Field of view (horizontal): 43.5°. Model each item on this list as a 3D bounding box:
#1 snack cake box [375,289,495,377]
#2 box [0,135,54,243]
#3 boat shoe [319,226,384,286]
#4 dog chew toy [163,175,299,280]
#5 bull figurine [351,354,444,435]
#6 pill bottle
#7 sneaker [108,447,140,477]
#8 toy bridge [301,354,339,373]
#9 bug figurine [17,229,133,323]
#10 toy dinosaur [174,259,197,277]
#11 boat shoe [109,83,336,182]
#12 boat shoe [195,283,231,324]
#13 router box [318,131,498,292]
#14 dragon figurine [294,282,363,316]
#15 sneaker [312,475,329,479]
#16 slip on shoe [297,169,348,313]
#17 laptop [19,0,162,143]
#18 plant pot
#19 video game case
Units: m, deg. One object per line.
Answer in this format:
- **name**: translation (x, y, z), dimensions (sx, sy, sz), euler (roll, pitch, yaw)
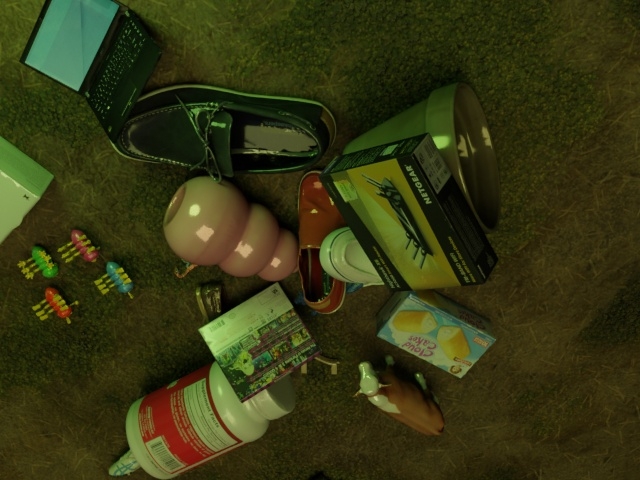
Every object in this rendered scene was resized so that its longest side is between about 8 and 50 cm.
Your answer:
- **snack cake box**: translation (0.288, 0.222, 2.033), dimensions (0.264, 0.089, 0.152), euler (28, 116, -15)
- **box**: translation (-0.742, -0.118, 1.822), dimensions (0.182, 0.119, 0.181), euler (39, 112, -20)
- **boat shoe**: translation (0.176, 0.047, 1.806), dimensions (0.367, 0.156, 0.136), euler (13, 81, -39)
- **dog chew toy**: translation (-0.189, -0.010, 1.844), dimensions (0.331, 0.207, 0.207), euler (28, 117, -23)
- **bull figurine**: translation (0.196, 0.392, 2.074), dimensions (0.310, 0.188, 0.101), euler (39, 112, -20)
- **pill bottle**: translation (-0.279, 0.442, 2.077), dimensions (0.407, 0.229, 0.229), euler (-28, 116, 16)
- **sneaker**: translation (-0.513, 0.598, 2.268), dimensions (0.237, 0.085, 0.086), euler (-33, 87, 22)
- **toy bridge**: translation (-0.043, 0.322, 2.127), dimensions (0.188, 0.026, 0.063), euler (0, 119, 1)
- **bug figurine**: translation (-0.596, 0.084, 1.966), dimensions (0.279, 0.072, 0.216), euler (-21, 112, 17)
- **toy dinosaur**: translation (-0.316, 0.057, 1.950), dimensions (0.047, 0.090, 0.082), euler (43, 68, -32)
- **boat shoe**: translation (-0.216, -0.229, 1.738), dimensions (0.500, 0.156, 0.187), euler (2, 122, 1)
- **boat shoe**: translation (-0.251, 0.202, 2.032), dimensions (0.073, 0.073, 0.207), euler (-11, 120, 9)
- **router box**: translation (0.172, -0.044, 1.575), dimensions (0.243, 0.081, 0.309), euler (-10, 122, 45)
- **dragon figurine**: translation (0.065, 0.068, 1.912), dimensions (0.289, 0.144, 0.085), euler (-35, 114, 19)
- **sneaker**: translation (0.073, 0.781, 2.354), dimensions (0.271, 0.100, 0.108), euler (33, 110, -17)
- **slip on shoe**: translation (0.000, 0.000, 1.823), dimensions (0.123, 0.101, 0.331), euler (-4, 84, 19)
- **laptop**: translation (-0.479, -0.378, 1.660), dimensions (0.136, 0.264, 0.234), euler (5, 129, -46)
- **plant pot**: translation (0.208, -0.148, 1.718), dimensions (0.280, 0.323, 0.323), euler (-12, 121, 25)
- **video game case**: translation (-0.147, 0.246, 1.956), dimensions (0.232, 0.210, 0.042), euler (-32, 161, -10)
